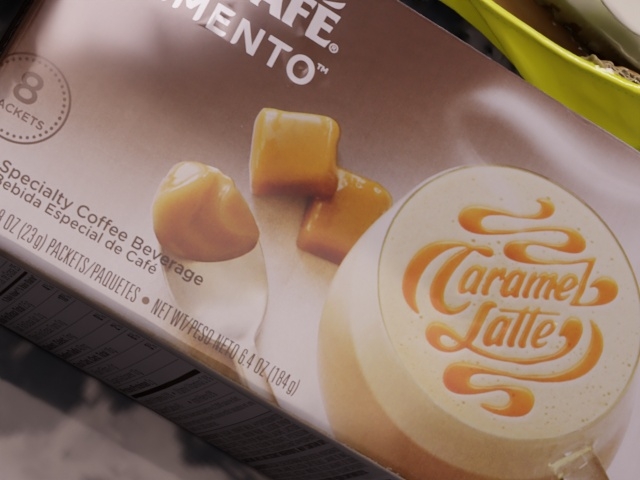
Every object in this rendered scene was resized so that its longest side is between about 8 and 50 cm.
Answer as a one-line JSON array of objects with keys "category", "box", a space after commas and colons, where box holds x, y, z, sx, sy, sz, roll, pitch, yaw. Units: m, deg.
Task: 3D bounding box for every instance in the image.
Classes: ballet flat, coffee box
[{"category": "ballet flat", "box": [0.059, -0.120, 0.714, 0.231, 0.077, 0.077, 41, 71, -9]}, {"category": "coffee box", "box": [0.000, 0.000, 0.660, 0.246, 0.098, 0.141, 32, 71, -12]}]
